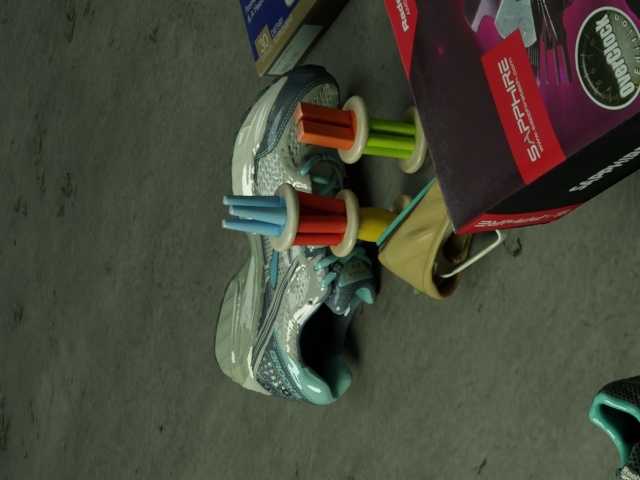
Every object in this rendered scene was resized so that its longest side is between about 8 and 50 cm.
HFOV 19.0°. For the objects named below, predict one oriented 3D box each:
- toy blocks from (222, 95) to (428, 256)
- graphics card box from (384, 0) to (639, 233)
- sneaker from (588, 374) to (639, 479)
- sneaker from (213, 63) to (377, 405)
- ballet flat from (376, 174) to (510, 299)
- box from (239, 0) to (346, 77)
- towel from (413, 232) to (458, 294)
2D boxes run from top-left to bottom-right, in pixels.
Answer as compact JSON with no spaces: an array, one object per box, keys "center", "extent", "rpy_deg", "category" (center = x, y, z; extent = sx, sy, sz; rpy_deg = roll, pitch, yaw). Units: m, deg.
[{"center":[0.002,-0.050,1.442],"extent":[0.054,0.148,0.123],"rpy_deg":[-171,87,-67],"category":"toy blocks"},{"center":[0.169,-0.172,1.067],"extent":[0.371,0.094,0.232],"rpy_deg":[-34,67,54],"category":"graphics card box"},{"center":[0.213,0.146,1.141],"extent":[0.166,0.076,0.065],"rpy_deg":[63,145,39],"category":"sneaker"},{"center":[0.000,0.000,1.547],"extent":[0.122,0.110,0.283],"rpy_deg":[22,115,41],"category":"sneaker"},{"center":[0.116,-0.042,1.340],"extent":[0.073,0.080,0.232],"rpy_deg":[46,139,13],"category":"ballet flat"},{"center":[-0.040,-0.270,1.646],"extent":[0.136,0.036,0.225],"rpy_deg":[-49,48,53],"category":"box"},{"center":[0.081,-0.003,1.458],"extent":[0.083,0.009,0.060],"rpy_deg":[-55,46,50],"category":"towel"}]
